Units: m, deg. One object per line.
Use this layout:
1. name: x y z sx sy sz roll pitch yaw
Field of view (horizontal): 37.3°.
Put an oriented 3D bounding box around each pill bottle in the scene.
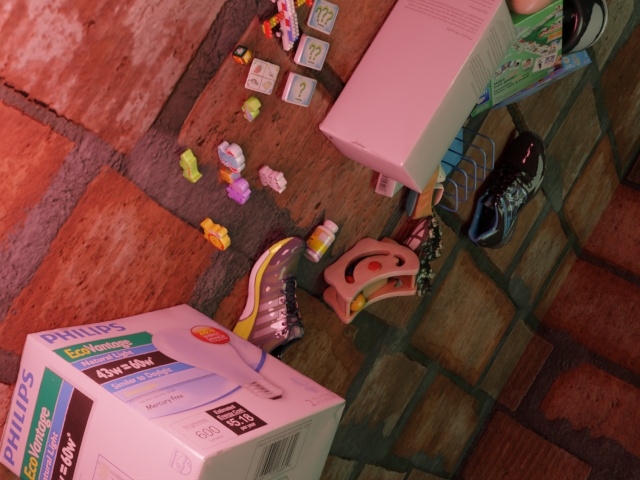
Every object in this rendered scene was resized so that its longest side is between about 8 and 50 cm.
1. pill bottle: 0.000 0.000 1.898 0.083 0.043 0.043 -53 151 -16

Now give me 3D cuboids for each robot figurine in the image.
1. robot figurine: 0.571 -0.524 2.235 0.278 0.209 0.173 -20 92 -52

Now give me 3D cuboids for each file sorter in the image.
1. file sorter: 0.320 -0.168 2.219 0.170 0.104 0.118 -47 150 -27

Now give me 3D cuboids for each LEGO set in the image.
1. LEGO set: -0.043 -0.314 1.525 0.244 0.060 0.182 3 109 -60

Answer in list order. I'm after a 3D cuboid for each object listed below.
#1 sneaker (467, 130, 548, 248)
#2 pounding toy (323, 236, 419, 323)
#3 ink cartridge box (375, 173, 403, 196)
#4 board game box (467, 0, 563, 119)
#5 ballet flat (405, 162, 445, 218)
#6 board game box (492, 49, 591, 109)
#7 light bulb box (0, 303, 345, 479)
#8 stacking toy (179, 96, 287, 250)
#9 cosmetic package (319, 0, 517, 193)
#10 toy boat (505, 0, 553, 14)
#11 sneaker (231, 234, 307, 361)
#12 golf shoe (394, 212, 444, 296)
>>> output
1. sneaker: 0.503 -0.131 2.542 0.140 0.125 0.340 0 113 -54
2. pounding toy: 0.126 0.100 2.083 0.269 0.154 0.154 -38 145 -36
3. ink cartridge box: 0.178 -0.188 2.050 0.179 0.045 0.145 -48 155 -63
4. board game box: 0.382 -0.386 2.053 0.317 0.046 0.213 -29 144 -8
5. ballet flat: 0.243 -0.135 2.121 0.232 0.073 0.080 98 -13 -55
6. board game box: 0.531 -0.389 2.300 0.211 0.039 0.160 -28 177 40
7. light bulb box: -0.223 0.288 1.445 0.358 0.361 0.225 -8 120 -57
8. stacking toy: -0.139 -0.109 1.555 0.167 0.052 0.221 -47 149 -26
9. cosmetic package: 0.186 -0.300 1.773 0.365 0.197 0.155 -58 153 -3
10. toy boat: 0.336 -0.536 1.818 0.148 0.267 0.318 -45 180 -16
11. sneaker: -0.076 0.131 1.806 0.111 0.121 0.299 -11 124 -56
12. golf shoe: 0.218 0.024 2.242 0.273 0.120 0.105 -63 140 -49
